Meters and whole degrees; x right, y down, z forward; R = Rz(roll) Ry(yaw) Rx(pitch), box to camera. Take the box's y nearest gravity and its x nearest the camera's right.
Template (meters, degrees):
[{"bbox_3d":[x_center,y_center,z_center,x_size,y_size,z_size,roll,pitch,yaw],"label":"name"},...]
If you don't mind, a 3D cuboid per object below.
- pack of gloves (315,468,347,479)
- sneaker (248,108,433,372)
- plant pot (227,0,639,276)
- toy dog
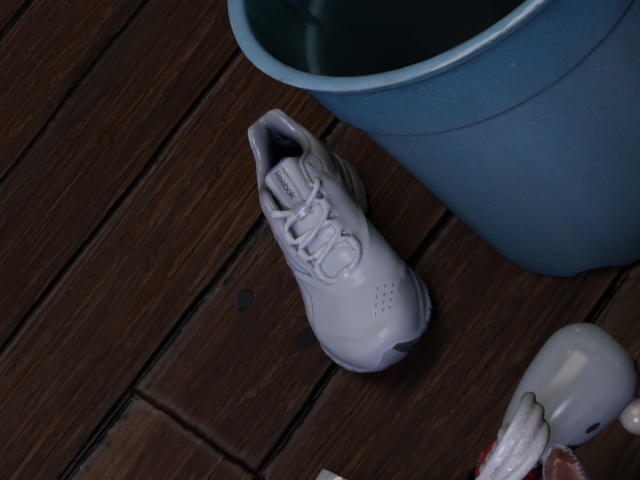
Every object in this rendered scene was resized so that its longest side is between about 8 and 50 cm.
[{"bbox_3d":[-0.032,0.281,1.300,0.232,0.046,0.195,-57,20,-13],"label":"pack of gloves"},{"bbox_3d":[0.000,0.000,1.485,0.111,0.129,0.297,-36,44,6],"label":"sneaker"},{"bbox_3d":[0.161,-0.161,1.335,0.341,0.334,0.341,-21,47,25],"label":"plant pot"},{"bbox_3d":[0.145,0.239,1.156,0.334,0.161,0.220,-61,-5,24],"label":"toy dog"}]
